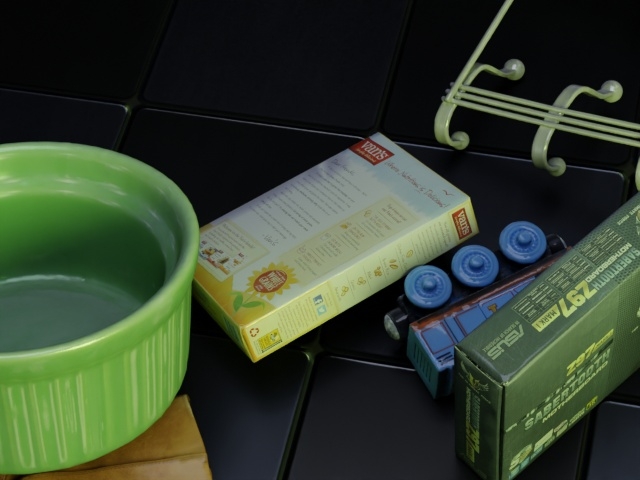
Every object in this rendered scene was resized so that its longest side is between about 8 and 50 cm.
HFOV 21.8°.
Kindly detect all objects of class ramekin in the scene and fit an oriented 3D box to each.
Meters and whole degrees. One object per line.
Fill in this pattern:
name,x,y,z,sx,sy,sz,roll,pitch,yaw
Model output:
ramekin,-0.251,0.058,1.416,0.303,0.148,0.303,0,37,0

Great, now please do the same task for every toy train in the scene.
toy train,0.150,0.059,1.467,0.184,0.080,0.105,-24,65,-14

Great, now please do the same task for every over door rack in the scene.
over door rack,0.280,-0.200,1.570,0.239,0.108,0.324,17,74,33

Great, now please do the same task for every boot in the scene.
boot,-0.216,0.263,1.370,0.280,0.096,0.264,-7,47,-8

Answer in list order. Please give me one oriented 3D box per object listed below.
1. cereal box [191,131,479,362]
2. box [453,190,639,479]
cereal box,0.000,0.000,1.504,0.240,0.047,0.173,-28,34,-14
box,0.210,0.082,1.377,0.232,0.183,0.059,-38,60,-21
